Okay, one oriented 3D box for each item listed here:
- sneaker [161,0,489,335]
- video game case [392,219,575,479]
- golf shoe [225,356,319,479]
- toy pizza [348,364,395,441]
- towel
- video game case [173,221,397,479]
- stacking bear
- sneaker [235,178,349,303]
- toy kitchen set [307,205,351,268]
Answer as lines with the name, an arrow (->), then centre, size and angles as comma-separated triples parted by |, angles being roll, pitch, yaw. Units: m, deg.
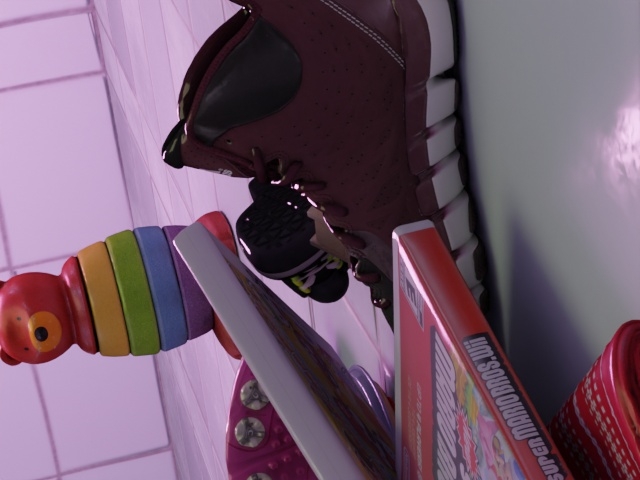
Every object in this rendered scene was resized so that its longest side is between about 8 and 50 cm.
sneaker -> -0.003, -0.028, 0.950 | 0.106, 0.162, 0.281 | -130, 29, -69
video game case -> 0.093, 0.154, 0.841 | 0.285, 0.025, 0.204 | -116, 17, -45
golf shoe -> -0.025, 0.216, 1.524 | 0.140, 0.115, 0.306 | -127, 28, -74
toy pizza -> 0.054, 0.189, 1.270 | 0.201, 0.032, 0.201 | 169, 90, -80
towel -> 0.140, 0.167, 0.788 | 0.275, 0.031, 0.199 | 103, 153, -68
video game case -> 0.008, 0.110, 1.087 | 0.227, 0.026, 0.206 | 56, -174, 37
stacking bear -> -0.245, 0.071, 2.026 | 0.164, 0.289, 0.175 | -125, 24, -65
sneaker -> 0.000, 0.000, 1.218 | 0.097, 0.084, 0.235 | 63, -172, -12
toy kitchen set -> 0.045, -0.025, 1.072 | 0.083, 0.075, 0.068 | 26, 146, 23
